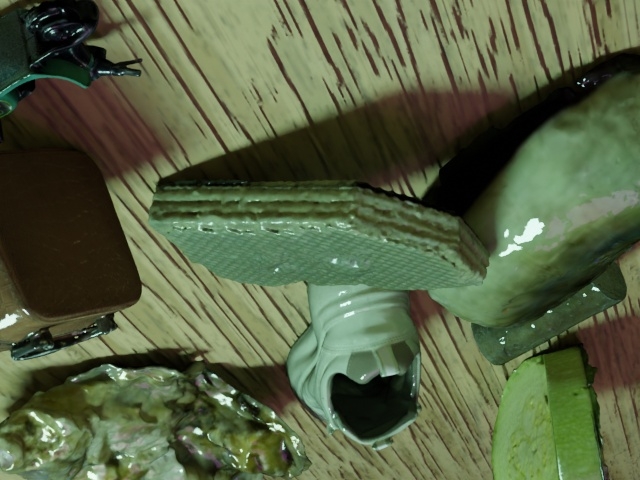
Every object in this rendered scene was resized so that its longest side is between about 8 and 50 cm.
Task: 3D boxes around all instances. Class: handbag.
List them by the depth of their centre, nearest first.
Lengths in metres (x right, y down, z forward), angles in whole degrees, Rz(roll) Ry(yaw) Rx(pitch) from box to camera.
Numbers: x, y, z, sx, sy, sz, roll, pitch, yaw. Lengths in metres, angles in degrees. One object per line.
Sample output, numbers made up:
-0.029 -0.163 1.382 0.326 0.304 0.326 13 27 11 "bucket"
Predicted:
-0.212 0.009 1.157 0.072 0.151 0.193 -25 177 18 "handbag"

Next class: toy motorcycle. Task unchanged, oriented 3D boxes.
-0.209 -0.115 1.072 0.173 0.058 0.100 -24 158 23 "toy motorcycle"

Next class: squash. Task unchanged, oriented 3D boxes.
0.263 0.222 1.768 0.133 0.220 0.220 -4 153 2 "squash"

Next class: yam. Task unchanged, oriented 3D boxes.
0.231 0.066 1.607 0.068 0.068 0.169 13 146 -41 "yam"

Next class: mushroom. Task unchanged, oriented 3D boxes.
0.225 -0.022 1.370 0.344 0.130 0.247 -32 143 32 "mushroom"

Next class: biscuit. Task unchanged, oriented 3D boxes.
0.000 0.000 1.291 0.252 0.052 0.150 1 159 24 "biscuit"

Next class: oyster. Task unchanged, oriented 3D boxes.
-0.191 0.215 1.630 0.351 0.114 0.238 15 141 -43 "oyster"

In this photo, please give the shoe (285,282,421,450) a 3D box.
0.043 0.144 1.566 0.124 0.159 0.316 -11 150 -8 "shoe"
